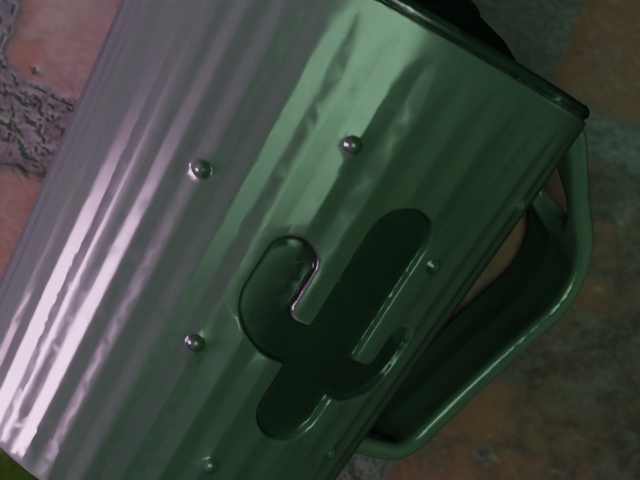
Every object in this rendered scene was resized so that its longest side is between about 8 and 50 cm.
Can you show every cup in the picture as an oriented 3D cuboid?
[{"bbox_3d":[-0.001,0.003,0.994,0.401,0.310,0.392,28,99,-6],"label":"cup"}]

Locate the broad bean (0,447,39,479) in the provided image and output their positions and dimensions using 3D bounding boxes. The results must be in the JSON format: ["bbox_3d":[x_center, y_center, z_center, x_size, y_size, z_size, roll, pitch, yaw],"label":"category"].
[{"bbox_3d":[-0.279,0.165,1.121,0.124,0.082,0.174,39,97,-6],"label":"broad bean"}]
